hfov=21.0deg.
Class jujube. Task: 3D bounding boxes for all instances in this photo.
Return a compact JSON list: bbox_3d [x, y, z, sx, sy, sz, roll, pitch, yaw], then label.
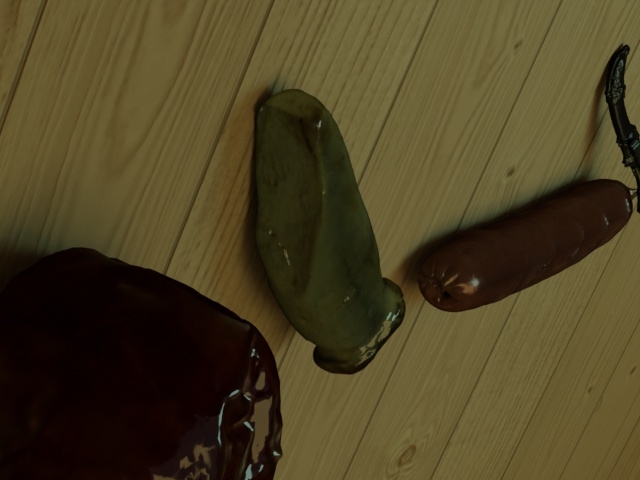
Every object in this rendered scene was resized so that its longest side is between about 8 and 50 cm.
[{"bbox_3d":[-0.176,0.198,1.190,0.276,0.276,0.377,23,86,-64],"label":"jujube"}]

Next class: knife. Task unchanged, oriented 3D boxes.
[{"bbox_3d":[0.346,-0.111,1.931,0.045,0.021,0.222,-32,124,-26],"label":"knife"}]

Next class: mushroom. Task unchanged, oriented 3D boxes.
[{"bbox_3d":[-0.002,0.003,1.457,0.107,0.087,0.333,-53,151,-19],"label":"mushroom"}]

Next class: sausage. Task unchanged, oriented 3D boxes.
[{"bbox_3d":[0.233,0.002,1.872,0.433,0.088,0.088,-21,136,-51],"label":"sausage"}]
